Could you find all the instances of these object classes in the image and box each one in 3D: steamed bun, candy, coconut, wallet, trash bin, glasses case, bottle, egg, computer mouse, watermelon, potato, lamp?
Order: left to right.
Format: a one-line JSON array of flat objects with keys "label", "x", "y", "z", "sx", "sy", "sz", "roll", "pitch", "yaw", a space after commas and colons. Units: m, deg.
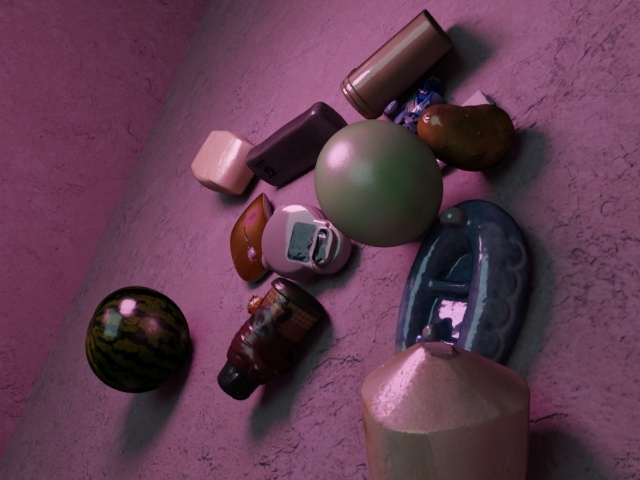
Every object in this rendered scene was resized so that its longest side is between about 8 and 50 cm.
[{"label": "watermelon", "x": -0.505, "y": 0.274, "z": 1.667, "sx": 0.285, "sy": 0.285, "sz": 0.285, "roll": -35, "pitch": 38, "yaw": 33}, {"label": "steamed bun", "x": -0.294, "y": -0.244, "z": 1.948, "sx": 0.250, "sy": 0.155, "sz": 0.199, "roll": 27, "pitch": 89, "yaw": 53}, {"label": "computer mouse", "x": -0.183, "y": -0.017, "z": 1.673, "sx": 0.158, "sy": 0.072, "sz": 0.310, "roll": -46, "pitch": 34, "yaw": 22}, {"label": "candy", "x": -0.143, "y": 0.205, "z": 1.456, "sx": 0.184, "sy": 0.049, "sz": 0.055, "roll": -111, "pitch": 29, "yaw": -46}, {"label": "bottle", "x": -0.112, "y": 0.222, "z": 1.292, "sx": 0.271, "sy": 0.143, "sz": 0.156, "roll": -54, "pitch": 5, "yaw": 1}, {"label": "glasses case", "x": -0.066, "y": -0.257, "z": 1.659, "sx": 0.323, "sy": 0.131, "sz": 0.074, "roll": -26, "pitch": 34, "yaw": 41}, {"label": "lamp", "x": -0.029, "y": 0.008, "z": 1.390, "sx": 0.246, "sy": 0.108, "sz": 0.179, "roll": 11, "pitch": 89, "yaw": 39}, {"label": "egg", "x": 0.103, "y": -0.100, "z": 1.080, "sx": 0.220, "sy": 0.220, "sz": 0.269, "roll": -49, "pitch": 36, "yaw": 15}, {"label": "trash bin", "x": 0.182, "y": -0.415, "z": 1.420, "sx": 0.247, "sy": 0.121, "sz": 0.243, "roll": -39, "pitch": 12, "yaw": 22}, {"label": "coconut", "x": 0.162, "y": 0.237, "z": 0.792, "sx": 0.241, "sy": 0.241, "sz": 0.241, "roll": -35, "pitch": 38, "yaw": 33}, {"label": "wallet", "x": 0.277, "y": -0.220, "z": 1.237, "sx": 0.183, "sy": 0.032, "sz": 0.124, "roll": -44, "pitch": 27, "yaw": 24}, {"label": "potato", "x": 0.264, "y": -0.190, "z": 1.106, "sx": 0.137, "sy": 0.176, "sz": 0.137, "roll": 4, "pitch": -90, "yaw": -86}]

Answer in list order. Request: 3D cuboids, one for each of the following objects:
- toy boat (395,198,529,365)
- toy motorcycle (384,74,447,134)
[{"label": "toy boat", "x": 0.214, "y": 0.078, "z": 0.976, "sx": 0.215, "sy": 0.123, "sz": 0.329, "roll": 3, "pitch": 66, "yaw": 57}, {"label": "toy motorcycle", "x": 0.217, "y": -0.287, "z": 1.310, "sx": 0.136, "sy": 0.092, "sz": 0.254, "roll": -37, "pitch": 18, "yaw": 33}]
